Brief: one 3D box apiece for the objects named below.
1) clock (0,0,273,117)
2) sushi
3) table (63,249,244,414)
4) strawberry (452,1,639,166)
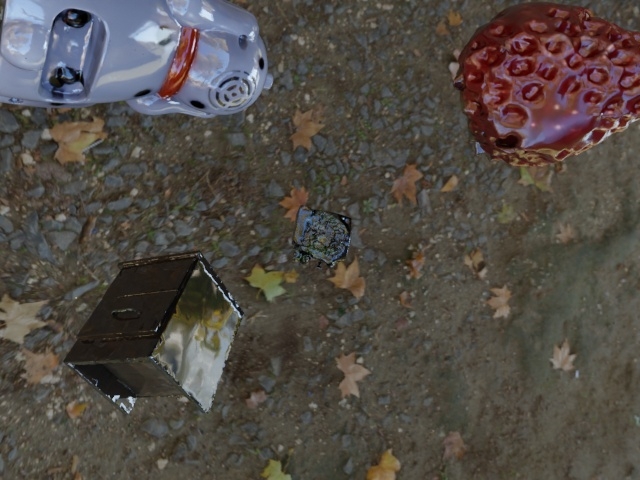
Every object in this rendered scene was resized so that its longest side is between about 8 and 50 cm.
[{"bbox_3d":[-0.161,-0.199,0.472,0.253,0.188,0.189,2,83,-38],"label":"clock"},{"bbox_3d":[0.000,0.000,0.743,0.083,0.056,0.085,9,79,-8],"label":"sushi"},{"bbox_3d":[-0.255,0.147,0.779,0.193,0.169,0.172,-75,148,-44],"label":"table"},{"bbox_3d":[0.421,-0.277,0.843,0.317,0.345,0.295,21,67,-63],"label":"strawberry"}]
